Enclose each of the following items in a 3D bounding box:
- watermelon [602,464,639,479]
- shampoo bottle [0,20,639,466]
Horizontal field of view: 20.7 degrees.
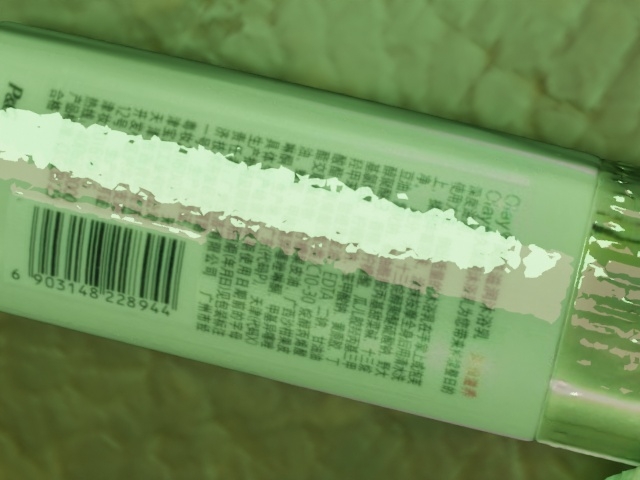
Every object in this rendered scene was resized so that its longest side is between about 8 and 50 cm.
[{"bbox_3d":[0.168,0.142,0.436,0.310,0.232,0.193,-15,65,25],"label":"watermelon"},{"bbox_3d":[0.000,0.000,0.510,0.227,0.056,0.086,13,107,7],"label":"shampoo bottle"}]
